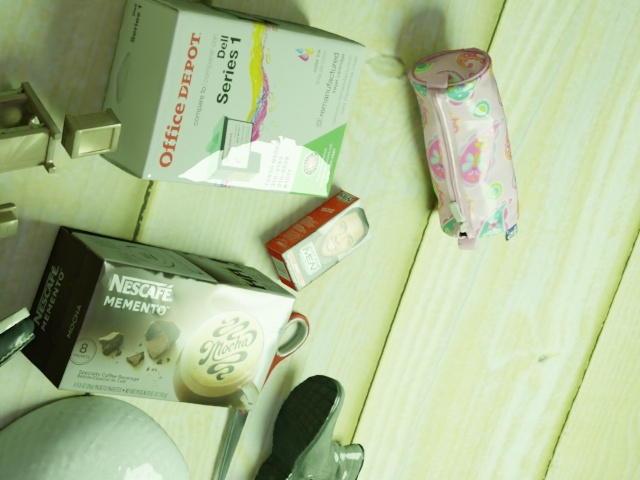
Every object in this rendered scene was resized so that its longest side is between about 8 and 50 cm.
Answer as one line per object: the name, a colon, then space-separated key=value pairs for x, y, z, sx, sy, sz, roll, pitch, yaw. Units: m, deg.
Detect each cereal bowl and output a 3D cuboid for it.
cereal bowl: x=-0.299 y=0.377 z=1.539 sx=0.339 sy=0.141 sz=0.339 roll=-16 pitch=118 yaw=-31

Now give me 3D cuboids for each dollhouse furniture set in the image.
dollhouse furniture set: x=-0.338 y=-0.088 z=1.355 sx=0.182 sy=0.101 sz=0.161 roll=-14 pitch=142 yaw=-34

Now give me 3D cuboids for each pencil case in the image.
pencil case: x=0.206 y=-0.129 z=1.720 sx=0.124 sy=0.124 sz=0.284 roll=-31 pitch=126 yaw=-24

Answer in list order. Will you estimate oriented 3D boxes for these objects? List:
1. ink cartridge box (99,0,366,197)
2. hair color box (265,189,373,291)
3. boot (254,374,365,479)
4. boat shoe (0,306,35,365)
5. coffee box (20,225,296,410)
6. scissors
ink cartridge box: x=-0.105 y=-0.170 z=1.459 sx=0.278 sy=0.117 sz=0.201 roll=4 pitch=107 yaw=-39
hair color box: x=0.000 y=0.000 z=1.668 sx=0.141 sy=0.043 sz=0.072 roll=-37 pitch=127 yaw=-21
boot: x=0.005 y=0.305 z=1.793 sx=0.161 sy=0.083 sz=0.246 roll=8 pitch=114 yaw=-44
boat shoe: x=-0.432 y=0.218 z=1.347 sx=0.340 sy=0.127 sz=0.113 roll=-42 pitch=94 yaw=-13
coffee box: x=-0.198 y=0.101 z=1.506 sx=0.297 sy=0.119 sz=0.168 roll=15 pitch=101 yaw=-41
scissors: x=-0.110 y=0.213 z=1.697 sx=0.109 sy=0.021 sz=0.297 roll=28 pitch=92 yaw=-45
